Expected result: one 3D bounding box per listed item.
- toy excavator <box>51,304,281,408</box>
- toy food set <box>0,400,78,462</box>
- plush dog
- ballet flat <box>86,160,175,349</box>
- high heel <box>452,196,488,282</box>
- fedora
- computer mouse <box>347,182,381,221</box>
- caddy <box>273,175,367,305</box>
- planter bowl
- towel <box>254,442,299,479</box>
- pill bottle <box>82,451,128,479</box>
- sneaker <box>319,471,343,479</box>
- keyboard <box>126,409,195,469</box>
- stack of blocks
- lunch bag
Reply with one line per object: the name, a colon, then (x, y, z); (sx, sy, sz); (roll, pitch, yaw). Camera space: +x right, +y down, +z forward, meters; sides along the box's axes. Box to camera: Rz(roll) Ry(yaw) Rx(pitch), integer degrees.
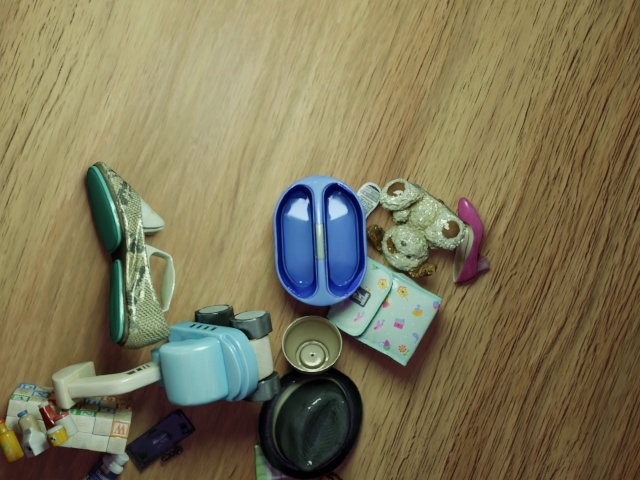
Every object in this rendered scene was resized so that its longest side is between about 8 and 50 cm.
toy excavator: (-0.386, 0.323, 1.758); (0.445, 0.433, 0.222); (-16, 103, -48)
toy food set: (-0.665, 0.438, 1.633); (0.111, 0.232, 0.104); (-26, 90, -52)
plush dog: (0.261, -0.022, 1.949); (0.262, 0.210, 0.225); (37, 103, 13)
ballet flat: (-0.468, 0.033, 1.759); (0.182, 0.164, 0.482); (-5, 75, -35)
high heel: (0.410, 0.002, 2.013); (0.117, 0.082, 0.244); (-24, 114, -19)
fedora: (-0.016, 0.517, 1.928); (0.334, 0.152, 0.334); (0, 90, -12)
computer mouse: (0.103, -0.077, 1.955); (0.106, 0.042, 0.193); (35, 94, -10)
caddy: (0.000, 0.000, 1.842); (0.241, 0.179, 0.341); (-3, 92, 1)
planter bowl: (-0.023, 0.304, 1.920); (0.162, 0.109, 0.162); (0, 59, 0)
towel: (-0.113, 0.633, 2.005); (0.152, 0.023, 0.113); (-3, 95, -10)
pill bottle: (-0.576, 0.621, 1.872); (0.067, 0.067, 0.120); (43, 86, -14)
sneaker: (0.070, 0.769, 2.040); (0.221, 0.083, 0.087); (42, 100, -9)
keyboard: (-0.434, 0.558, 1.921); (0.180, 0.023, 0.108); (-35, 97, -6)
stack of blocks: (-0.642, 0.456, 1.784); (0.297, 0.171, 0.087); (13, 94, -13)
lunch bag: (0.175, 0.189, 1.946); (0.262, 0.160, 0.223); (30, 94, 2)
